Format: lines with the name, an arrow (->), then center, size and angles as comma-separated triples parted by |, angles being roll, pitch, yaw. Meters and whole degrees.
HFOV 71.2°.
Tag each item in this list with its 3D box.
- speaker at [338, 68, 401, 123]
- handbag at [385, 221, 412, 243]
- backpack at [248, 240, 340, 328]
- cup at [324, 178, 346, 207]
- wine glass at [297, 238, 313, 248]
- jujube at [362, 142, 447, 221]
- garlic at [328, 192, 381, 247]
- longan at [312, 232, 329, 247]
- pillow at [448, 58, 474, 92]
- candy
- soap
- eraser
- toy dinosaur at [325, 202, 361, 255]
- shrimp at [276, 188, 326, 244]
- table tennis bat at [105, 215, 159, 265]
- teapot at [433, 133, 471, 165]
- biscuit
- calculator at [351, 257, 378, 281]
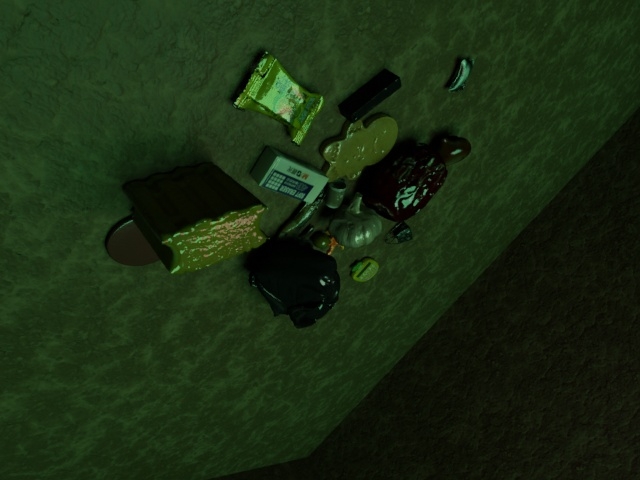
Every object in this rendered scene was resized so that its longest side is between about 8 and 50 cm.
speaker -> 0.171, -0.498, 1.545 | 0.218, 0.082, 0.044 | -40, 145, -5
handbag -> 0.390, -0.027, 2.280 | 0.139, 0.072, 0.115 | -27, 146, 1
backpack -> -0.095, 0.206, 1.841 | 0.445, 0.364, 0.254 | 83, 25, -60
cup -> 0.058, -0.193, 1.785 | 0.074, 0.102, 0.099 | 12, 130, -4
wine glass -> -0.066, 0.061, 1.894 | 0.072, 0.072, 0.155 | -30, 155, -18
jujube -> 0.353, -0.236, 1.857 | 0.377, 0.258, 0.258 | -35, 145, -3
garlic -> 0.137, -0.092, 1.788 | 0.219, 0.218, 0.212 | -26, 139, -22
longan -> 0.000, 0.000, 1.925 | 0.075, 0.083, 0.075 | 0, 89, -18
pillow -> 0.560, -0.656, 1.783 | 0.091, 0.055, 0.135 | 1, 127, -21
candy -> -0.111, -0.416, 1.359 | 0.297, 0.081, 0.187 | 18, 112, -51
soap -> -0.351, -0.078, 1.256 | 0.294, 0.335, 0.156 | -26, 134, -29
eraser -> -0.102, -0.224, 1.570 | 0.279, 0.081, 0.124 | 14, 117, -50
toy dinosaur -> 0.086, -0.053, 1.951 | 0.117, 0.070, 0.288 | 11, 114, -49
shrimp -> -0.057, -0.077, 1.801 | 0.296, 0.058, 0.169 | -47, 153, 12
table tennis bat -> -0.521, -0.007, 1.432 | 0.310, 0.038, 0.200 | -12, 135, -35
teapot -> 0.584, -0.412, 2.013 | 0.178, 0.135, 0.252 | -18, 174, 24
biscuit -> 0.154, -0.354, 1.709 | 0.355, 0.052, 0.275 | -26, 142, -21
calculator -> 0.229, 0.153, 2.333 | 0.146, 0.032, 0.235 | -49, 146, 9
